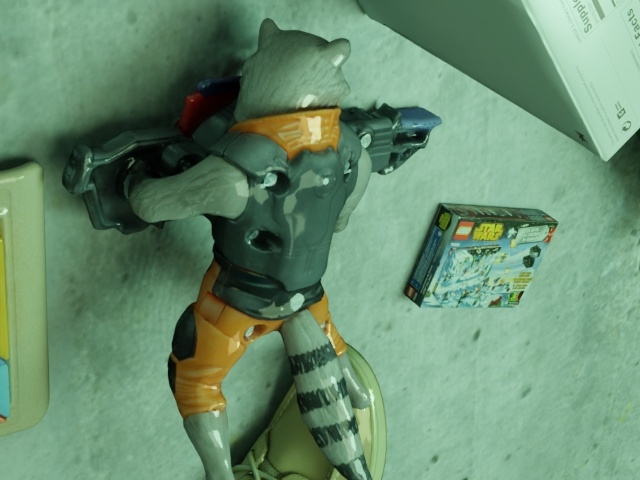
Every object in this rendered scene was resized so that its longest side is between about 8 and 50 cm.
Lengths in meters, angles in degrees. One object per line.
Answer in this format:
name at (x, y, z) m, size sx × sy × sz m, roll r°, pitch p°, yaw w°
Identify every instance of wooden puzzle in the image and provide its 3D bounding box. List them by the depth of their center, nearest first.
wooden puzzle at (-0.286, 0.069, 0.979) m, size 0.239 × 0.044 × 0.221 m, roll -17°, pitch 128°, yaw -31°

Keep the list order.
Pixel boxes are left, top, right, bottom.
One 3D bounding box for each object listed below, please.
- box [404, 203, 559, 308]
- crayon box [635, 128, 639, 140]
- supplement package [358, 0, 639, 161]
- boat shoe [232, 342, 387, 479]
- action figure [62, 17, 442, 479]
box at (0.147, 0.016, 1.324) m, size 0.137 × 0.027 × 0.094 m, roll 3°, pitch 118°, yaw -42°
crayon box at (0.437, -0.177, 1.304) m, size 0.363 × 0.106 × 0.313 m, roll -55°, pitch 132°, yaw -14°
supplement package at (0.116, -0.211, 0.961) m, size 0.145 × 0.262 × 0.204 m, roll -46°, pitch 137°, yaw -6°
boat shoe at (-0.029, 0.224, 1.266) m, size 0.098 × 0.109 × 0.302 m, roll -7°, pitch 128°, yaw -39°
action figure at (0.000, 0.000, 1.067) m, size 0.341 × 0.178 × 0.330 m, roll -20°, pitch 120°, yaw -35°
